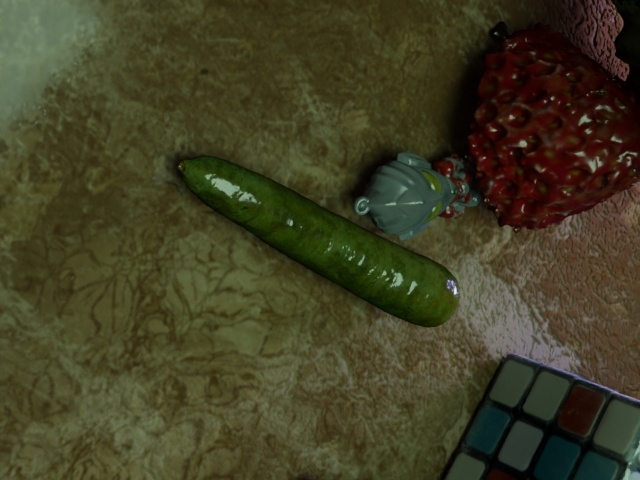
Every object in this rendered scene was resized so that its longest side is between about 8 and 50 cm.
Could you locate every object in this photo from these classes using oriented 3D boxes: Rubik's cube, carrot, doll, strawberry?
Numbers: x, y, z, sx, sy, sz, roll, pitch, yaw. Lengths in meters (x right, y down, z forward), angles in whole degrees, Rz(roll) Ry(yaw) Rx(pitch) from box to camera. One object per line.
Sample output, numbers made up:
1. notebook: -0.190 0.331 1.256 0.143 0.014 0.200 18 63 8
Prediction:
1. Rubik's cube: 0.308 0.308 1.626 0.259 0.256 0.253 33 82 -33
2. carrot: 0.000 0.000 1.475 0.359 0.074 0.074 27 86 -32
3. doll: 0.105 -0.050 1.533 0.180 0.079 0.094 -12 107 -42
4. strawberry: 0.278 -0.124 1.552 0.234 0.178 0.233 -3 94 -42

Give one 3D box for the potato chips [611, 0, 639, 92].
1. potato chips: 0.387 -0.134 1.497 0.070 0.429 0.358 -24 102 2
